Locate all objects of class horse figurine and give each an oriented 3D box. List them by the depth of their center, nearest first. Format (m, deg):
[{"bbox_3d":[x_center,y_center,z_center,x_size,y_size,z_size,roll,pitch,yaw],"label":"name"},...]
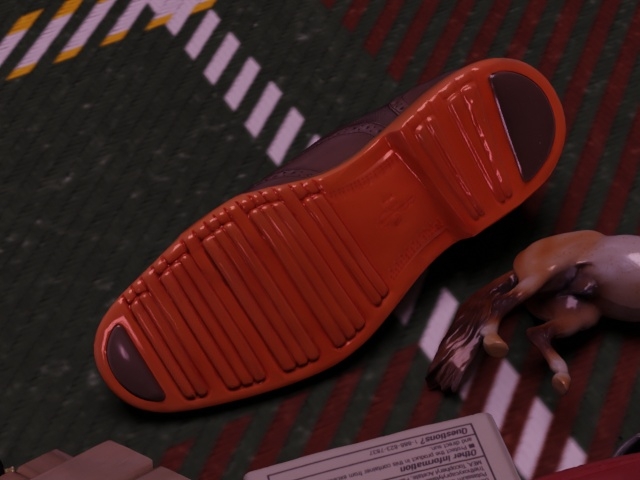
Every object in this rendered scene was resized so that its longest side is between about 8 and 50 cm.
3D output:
[{"bbox_3d":[0.198,0.040,1.238,0.263,0.066,0.174,-5,26,14],"label":"horse figurine"}]

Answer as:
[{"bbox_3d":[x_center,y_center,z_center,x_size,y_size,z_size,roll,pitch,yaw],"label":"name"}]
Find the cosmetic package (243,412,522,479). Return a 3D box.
[{"bbox_3d":[0.066,0.246,0.983,0.153,0.129,0.296,-12,40,-6],"label":"cosmetic package"}]

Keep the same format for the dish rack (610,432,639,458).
[{"bbox_3d":[0.326,0.133,1.112,0.271,0.074,0.208,-35,48,-28],"label":"dish rack"}]

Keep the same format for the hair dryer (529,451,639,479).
[{"bbox_3d":[0.195,0.116,1.001,0.223,0.080,0.293,21,35,8],"label":"hair dryer"}]

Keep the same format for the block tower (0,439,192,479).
[{"bbox_3d":[-0.122,0.254,0.862,0.091,0.335,0.097,22,27,31],"label":"block tower"}]

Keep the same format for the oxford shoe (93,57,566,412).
[{"bbox_3d":[0.000,0.000,1.316,0.363,0.130,0.133,-31,12,-15],"label":"oxford shoe"}]

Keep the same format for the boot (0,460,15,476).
[{"bbox_3d":[-0.173,0.179,1.125,0.236,0.085,0.178,17,11,-14],"label":"boot"}]
